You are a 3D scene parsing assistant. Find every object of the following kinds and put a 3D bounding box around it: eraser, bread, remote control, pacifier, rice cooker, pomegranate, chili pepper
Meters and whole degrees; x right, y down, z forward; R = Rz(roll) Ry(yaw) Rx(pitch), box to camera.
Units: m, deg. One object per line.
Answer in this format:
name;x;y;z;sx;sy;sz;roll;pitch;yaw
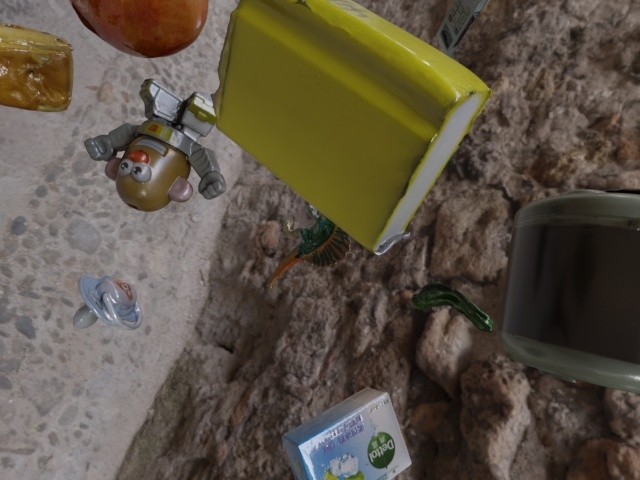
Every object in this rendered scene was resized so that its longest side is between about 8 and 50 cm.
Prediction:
eraser;0.008;-0.114;0.363;0.069;0.226;0.158;-32;154;-43
bread;-0.761;-0.428;1.056;0.235;0.210;0.099;0;49;-32
remote control;0.269;-0.422;0.781;0.029;0.166;0.065;-15;76;-12
pacifier;-0.728;0.230;1.388;0.227;0.207;0.279;58;-2;6
rice cooker;0.484;0.074;0.714;0.335;0.335;0.324;17;81;-51
pomegranate;-0.336;-0.491;0.788;0.252;0.270;0.228;11;67;-25
chili pepper;0.176;0.082;0.560;0.035;0.118;0.055;-37;126;-35

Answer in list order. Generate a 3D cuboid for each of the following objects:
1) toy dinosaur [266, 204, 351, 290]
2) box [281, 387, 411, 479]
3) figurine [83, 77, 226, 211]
toy dinosaur;-0.003;0.000;0.553;0.044;0.106;0.187;32;84;-49
box;0.047;0.366;0.728;0.194;0.073;0.139;-18;89;-30
figurine;-0.364;-0.201;0.957;0.167;0.343;0.284;37;73;-58
